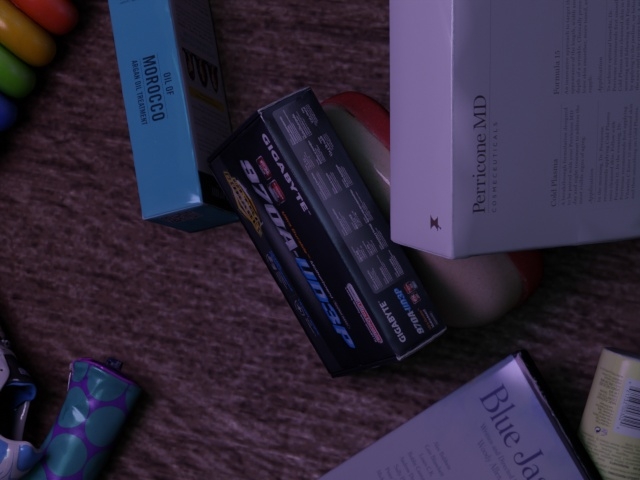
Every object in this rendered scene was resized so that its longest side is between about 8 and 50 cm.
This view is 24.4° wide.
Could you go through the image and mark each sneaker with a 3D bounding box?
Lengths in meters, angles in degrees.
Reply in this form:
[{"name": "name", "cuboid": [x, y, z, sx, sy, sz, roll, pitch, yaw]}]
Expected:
[{"name": "sneaker", "cuboid": [-0.301, 0.113, 1.341, 0.086, 0.085, 0.237, -20, 60, 3]}]

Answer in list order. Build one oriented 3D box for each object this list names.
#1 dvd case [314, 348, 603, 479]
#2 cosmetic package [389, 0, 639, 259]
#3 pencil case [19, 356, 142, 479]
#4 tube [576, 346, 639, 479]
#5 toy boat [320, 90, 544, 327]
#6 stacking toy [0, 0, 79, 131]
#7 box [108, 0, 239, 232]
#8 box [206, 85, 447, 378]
[{"name": "dvd case", "cuboid": [0.111, 0.228, 1.204, 0.253, 0.022, 0.180, -36, 73, 24]}, {"name": "cosmetic package", "cuboid": [0.192, -0.189, 1.083, 0.097, 0.284, 0.377, 17, 109, 59]}, {"name": "pencil case", "cuboid": [-0.220, 0.178, 1.327, 0.070, 0.064, 0.152, 28, 92, 6]}, {"name": "tube", "cuboid": [0.224, 0.207, 1.184, 0.070, 0.062, 0.240, 19, 96, 63]}, {"name": "toy boat", "cuboid": [0.100, -0.042, 1.226, 0.151, 0.151, 0.231, -38, 71, -20]}, {"name": "stacking toy", "cuboid": [-0.301, -0.176, 1.373, 0.141, 0.141, 0.330, 42, 92, 18]}, {"name": "box", "cuboid": [-0.131, -0.135, 1.319, 0.060, 0.100, 0.244, -14, 79, 18]}, {"name": "box", "cuboid": [0.000, 0.000, 1.194, 0.051, 0.175, 0.220, -30, 91, -20]}]
